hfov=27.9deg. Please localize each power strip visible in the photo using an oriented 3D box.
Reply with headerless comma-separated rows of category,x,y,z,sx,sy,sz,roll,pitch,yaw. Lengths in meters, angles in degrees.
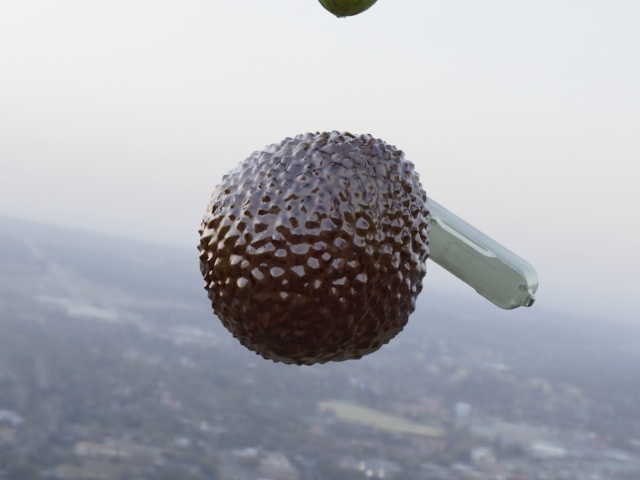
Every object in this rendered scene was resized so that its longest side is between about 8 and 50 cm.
power strip,0.127,0.005,1.214,0.191,0.048,0.030,35,35,24

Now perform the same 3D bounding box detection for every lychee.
lychee,-0.001,0.006,1.005,0.194,0.195,0.194,9,-2,0

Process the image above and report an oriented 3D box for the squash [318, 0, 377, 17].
squash,0.034,-0.280,1.117,0.095,0.188,0.095,2,30,-1
